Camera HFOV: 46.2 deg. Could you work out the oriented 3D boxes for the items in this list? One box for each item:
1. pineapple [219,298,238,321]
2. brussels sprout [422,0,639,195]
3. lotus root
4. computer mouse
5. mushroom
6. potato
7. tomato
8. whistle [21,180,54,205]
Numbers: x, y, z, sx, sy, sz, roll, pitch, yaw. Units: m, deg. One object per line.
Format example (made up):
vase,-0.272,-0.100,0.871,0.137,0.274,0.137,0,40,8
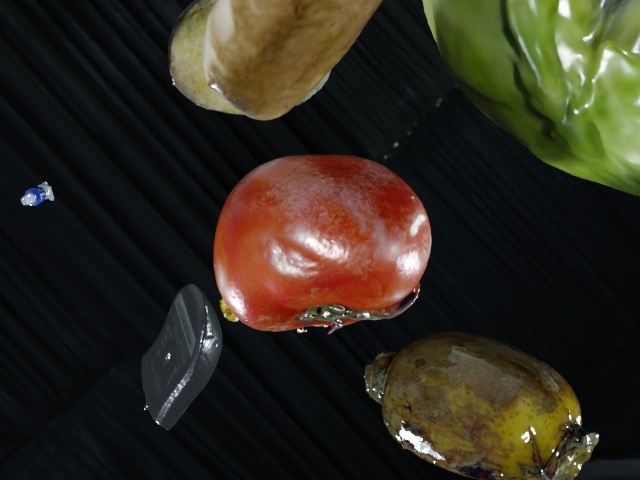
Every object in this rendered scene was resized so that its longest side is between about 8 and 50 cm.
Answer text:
pineapple,-0.104,0.070,1.201,0.137,0.069,0.116,-48,157,-23
brussels sprout,0.275,-0.212,0.580,0.342,0.361,0.425,-34,-146,-14
lotus root,0.120,0.130,0.603,0.209,0.120,0.120,14,-131,42
computer mouse,-0.210,0.188,1.187,0.264,0.088,0.147,-53,-139,31
mushroom,0.010,-0.351,0.993,0.313,0.224,0.397,-8,-122,57
potato,-0.127,-0.349,1.309,0.299,0.116,0.239,-9,131,-21
tomato,0.000,0.000,0.642,0.187,0.151,0.187,-2,168,0
whistle,-0.453,-0.071,1.203,0.029,0.033,0.083,-23,-168,17
